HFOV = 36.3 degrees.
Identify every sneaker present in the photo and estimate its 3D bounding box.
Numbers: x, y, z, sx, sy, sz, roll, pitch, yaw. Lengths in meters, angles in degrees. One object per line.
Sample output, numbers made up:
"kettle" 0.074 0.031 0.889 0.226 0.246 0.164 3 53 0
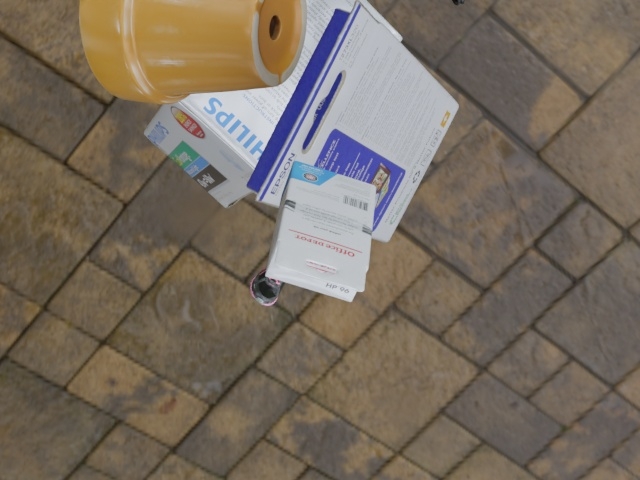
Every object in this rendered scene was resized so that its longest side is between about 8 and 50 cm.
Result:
"sneaker" -0.060 0.045 1.417 0.047 0.119 0.057 37 133 -4

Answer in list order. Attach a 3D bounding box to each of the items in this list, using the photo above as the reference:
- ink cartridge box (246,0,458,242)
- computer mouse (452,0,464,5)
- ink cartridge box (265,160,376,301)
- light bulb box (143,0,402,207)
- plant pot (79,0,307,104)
"ink cartridge box" 0.032 -0.101 0.924 0.069 0.371 0.175 29 95 18
"computer mouse" 0.149 -0.464 1.329 0.060 0.184 0.262 -26 135 5
"ink cartridge box" 0.000 0.000 0.506 0.048 0.083 0.028 17 131 -7
"light bulb box" -0.099 -0.275 1.765 0.225 0.358 0.361 43 75 -10
"plant pot" -0.125 -0.243 1.072 0.188 0.205 0.205 13 121 23
